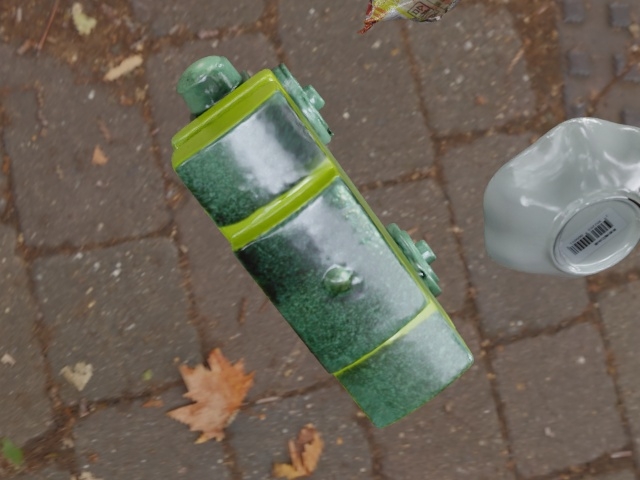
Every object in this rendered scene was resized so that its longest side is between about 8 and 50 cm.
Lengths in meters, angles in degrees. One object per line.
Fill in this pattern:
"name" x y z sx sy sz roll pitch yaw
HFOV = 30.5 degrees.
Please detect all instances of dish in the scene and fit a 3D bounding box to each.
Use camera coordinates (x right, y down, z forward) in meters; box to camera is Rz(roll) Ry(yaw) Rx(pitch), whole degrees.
"dish" 0.245 -0.021 1.088 0.190 0.191 0.066 3 38 -21

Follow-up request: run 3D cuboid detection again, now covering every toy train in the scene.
"toy train" 0.000 0.000 1.257 0.179 0.272 0.442 -35 110 5

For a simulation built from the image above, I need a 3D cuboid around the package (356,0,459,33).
"package" 0.171 -0.378 1.532 0.108 0.288 0.223 45 20 5
